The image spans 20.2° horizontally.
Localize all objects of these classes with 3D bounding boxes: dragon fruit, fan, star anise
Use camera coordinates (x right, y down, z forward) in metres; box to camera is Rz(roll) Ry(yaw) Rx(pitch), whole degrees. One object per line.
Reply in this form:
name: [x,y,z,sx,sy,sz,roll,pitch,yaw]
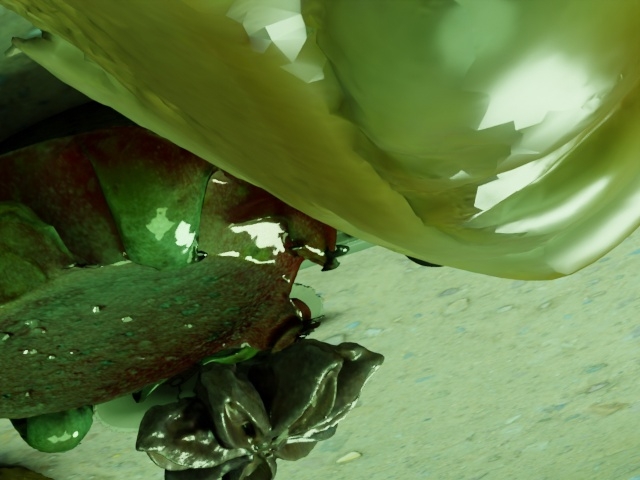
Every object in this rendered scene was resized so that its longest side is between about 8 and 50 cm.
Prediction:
dragon fruit: [-0.123,0.014,0.998,0.268,0.130,0.295,-3,153,-35]
fan: [-0.048,0.094,1.391,0.191,0.009,0.329,-41,155,21]
star anise: [-0.040,0.128,1.364,0.197,0.073,0.212,-26,159,-5]

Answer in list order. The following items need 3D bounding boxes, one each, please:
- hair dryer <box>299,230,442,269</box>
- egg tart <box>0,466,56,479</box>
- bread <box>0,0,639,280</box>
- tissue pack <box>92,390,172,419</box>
hair dryer: [0.000,0.000,1.185,0.198,0.057,0.100,-19,157,14]
egg tart: [-0.286,0.268,1.473,0.294,0.123,0.294,-20,161,-7]
bread: [0.010,-0.118,0.653,0.329,0.245,0.424,-21,161,5]
tissue pack: [-0.155,0.113,1.341,0.056,0.023,0.108,-27,157,8]
